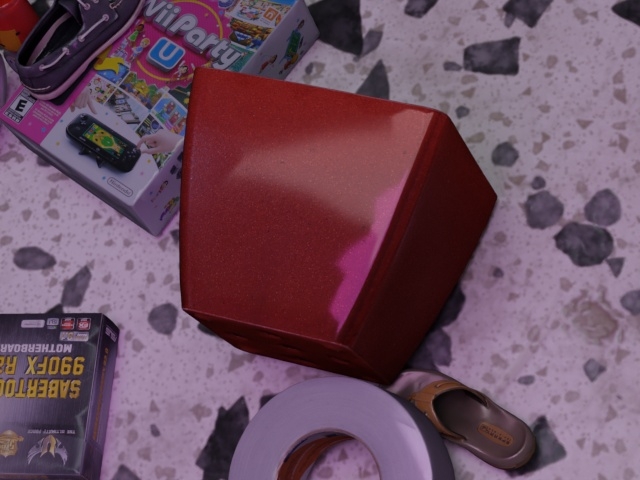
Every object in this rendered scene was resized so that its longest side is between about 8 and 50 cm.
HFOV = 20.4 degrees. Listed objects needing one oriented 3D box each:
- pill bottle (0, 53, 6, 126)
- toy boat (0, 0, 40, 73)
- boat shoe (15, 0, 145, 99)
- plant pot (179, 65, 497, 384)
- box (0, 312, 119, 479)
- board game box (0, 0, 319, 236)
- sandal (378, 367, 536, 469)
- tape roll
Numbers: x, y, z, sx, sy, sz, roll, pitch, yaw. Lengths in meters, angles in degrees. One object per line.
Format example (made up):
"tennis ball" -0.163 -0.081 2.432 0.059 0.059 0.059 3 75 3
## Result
"pill bottle" -0.484 -0.175 2.049 0.221 0.121 0.121 6 69 4
"toy boat" -0.371 -0.339 2.112 0.267 0.148 0.318 -15 57 4
"boat shoe" -0.263 -0.250 1.967 0.075 0.065 0.206 33 80 27
"plant pot" 0.000 0.000 1.788 0.267 0.267 0.235 12 76 20
"box" -0.343 0.172 1.921 0.231 0.056 0.183 0 67 16
"board game box" -0.183 -0.189 2.007 0.224 0.097 0.303 33 79 25
"sandal" 0.133 0.174 1.786 0.180 0.049 0.072 23 75 30
"tape roll" 0.020 0.247 1.753 0.219 0.072 0.219 -6 74 23
